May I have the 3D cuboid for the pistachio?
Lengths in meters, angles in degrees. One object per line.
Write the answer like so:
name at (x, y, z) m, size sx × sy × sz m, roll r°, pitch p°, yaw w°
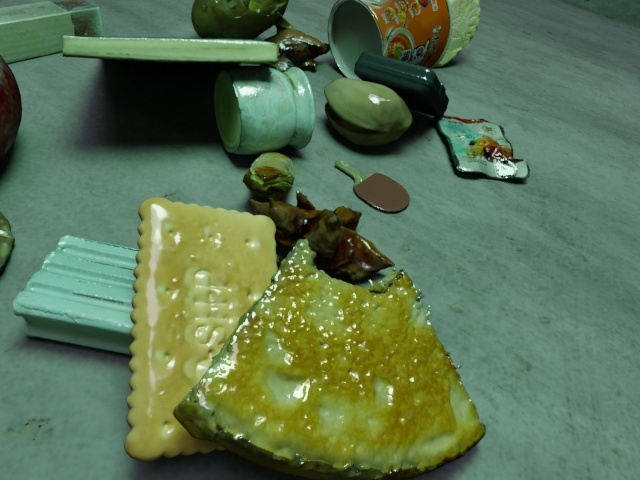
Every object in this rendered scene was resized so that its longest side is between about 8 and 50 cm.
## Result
pistachio at (0.085, -0.249, 0.840) m, size 0.185 × 0.124 × 0.124 m, roll 35°, pitch 49°, yaw 21°

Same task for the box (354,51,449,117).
box at (0.173, -0.316, 0.893) m, size 0.160 × 0.050 × 0.230 m, roll 25°, pitch 12°, yaw 20°

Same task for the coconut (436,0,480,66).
coconut at (0.291, -0.629, 1.197) m, size 0.239 × 0.239 × 0.244 m, roll -15°, pitch 53°, yaw -26°

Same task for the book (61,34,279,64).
book at (-0.267, -0.347, 0.796) m, size 0.300 × 0.039 × 0.428 m, roll -6°, pitch 24°, yaw -16°

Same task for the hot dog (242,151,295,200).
hot dog at (-0.078, -0.095, 0.686) m, size 0.078 × 0.061 × 0.169 m, roll 8°, pitch 22°, yaw 0°

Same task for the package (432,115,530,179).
package at (0.336, -0.205, 0.917) m, size 0.166 × 0.040 × 0.232 m, roll 7°, pitch 44°, yaw -6°

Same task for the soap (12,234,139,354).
soap at (-0.217, 0.068, 0.496) m, size 0.198 × 0.063 × 0.114 m, roll 12°, pitch 44°, yaw -1°

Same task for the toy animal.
toy animal at (-0.052, -0.448, 1.036) m, size 0.188 × 0.089 × 0.179 m, roll -5°, pitch 52°, yaw -18°

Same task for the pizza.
pizza at (0.022, 0.121, 0.442) m, size 0.323 × 0.089 × 0.223 m, roll 16°, pitch 54°, yaw -26°

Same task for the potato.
potato at (-0.177, -0.529, 0.987) m, size 0.191 × 0.141 × 0.296 m, roll -31°, pitch 19°, yaw -35°

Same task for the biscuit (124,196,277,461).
biscuit at (-0.108, 0.079, 0.443) m, size 0.160 × 0.030 × 0.250 m, roll 9°, pitch 65°, yaw -33°

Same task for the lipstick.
lipstick at (-0.622, -0.406, 0.858) m, size 0.076 × 0.080 × 0.371 m, roll 34°, pitch 48°, yaw 19°

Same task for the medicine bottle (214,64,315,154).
medicine bottle at (-0.097, -0.226, 0.757) m, size 0.143 × 0.147 × 0.147 m, roll -12°, pitch 50°, yaw -28°

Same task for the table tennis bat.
table tennis bat at (0.087, -0.099, 0.772) m, size 0.156 × 0.013 × 0.087 m, roll 38°, pitch 52°, yaw 21°

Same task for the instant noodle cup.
instant noodle cup at (0.149, -0.491, 1.026) m, size 0.192 × 0.250 × 0.250 m, roll -31°, pitch 59°, yaw -24°

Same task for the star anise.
star anise at (0.005, -0.004, 0.588) m, size 0.196 × 0.111 × 0.212 m, roll 0°, pitch 12°, yaw -39°

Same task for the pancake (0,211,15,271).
pancake at (-0.500, 0.027, 0.492) m, size 0.250 × 0.031 × 0.250 m, roll 7°, pitch 44°, yaw -7°

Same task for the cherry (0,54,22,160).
cherry at (-0.529, -0.178, 0.572) m, size 0.230 × 0.203 × 0.300 m, roll -7°, pitch 54°, yaw -37°
